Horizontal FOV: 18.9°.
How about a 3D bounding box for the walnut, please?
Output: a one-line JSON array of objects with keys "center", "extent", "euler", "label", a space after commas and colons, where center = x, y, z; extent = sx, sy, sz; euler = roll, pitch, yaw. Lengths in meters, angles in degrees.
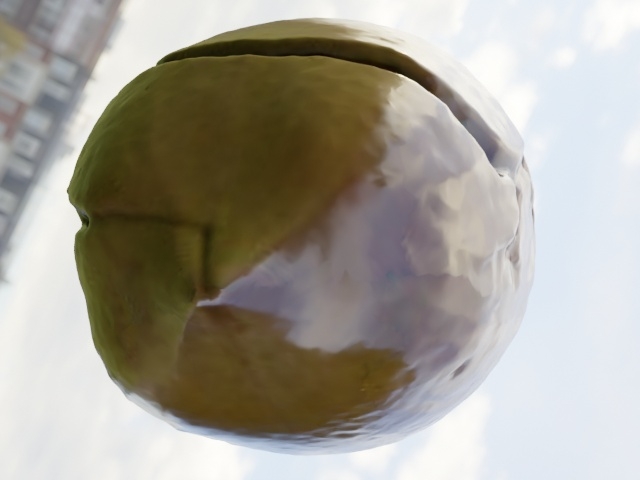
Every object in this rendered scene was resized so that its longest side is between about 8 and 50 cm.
[{"center": [0.000, 0.000, 0.834], "extent": [0.203, 0.203, 0.298], "euler": [-60, 175, 13], "label": "walnut"}]
